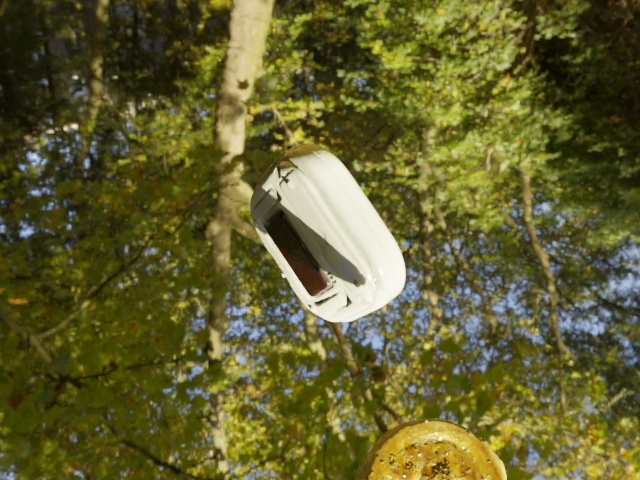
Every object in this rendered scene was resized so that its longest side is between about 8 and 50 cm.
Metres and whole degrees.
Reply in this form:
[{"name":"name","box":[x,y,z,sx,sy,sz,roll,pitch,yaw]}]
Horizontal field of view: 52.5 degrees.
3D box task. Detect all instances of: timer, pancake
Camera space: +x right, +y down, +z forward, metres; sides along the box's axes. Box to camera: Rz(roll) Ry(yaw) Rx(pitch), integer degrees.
[{"name":"timer","box":[0.000,0.000,0.955,0.087,0.262,0.237,-32,177,-31]},{"name":"pancake","box":[0.112,0.248,0.629,0.158,0.158,0.028,-3,163,-14]}]
